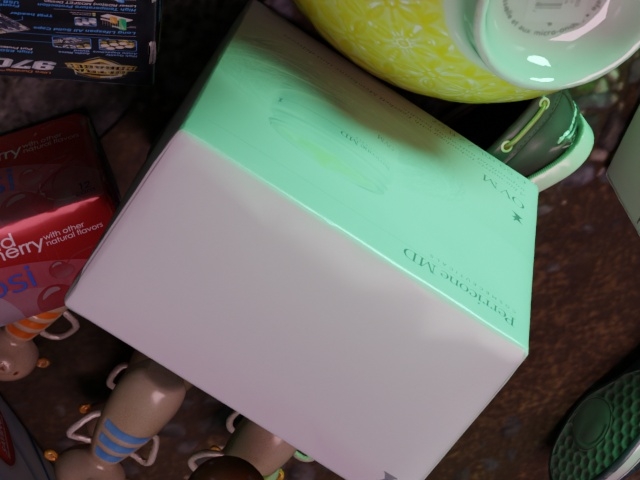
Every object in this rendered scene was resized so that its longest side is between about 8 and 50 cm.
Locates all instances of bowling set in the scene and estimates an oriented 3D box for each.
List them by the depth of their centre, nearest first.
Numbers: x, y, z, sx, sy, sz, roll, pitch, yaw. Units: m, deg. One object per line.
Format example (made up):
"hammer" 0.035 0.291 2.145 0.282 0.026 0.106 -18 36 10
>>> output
"bowling set" -0.110 0.141 1.197 0.287 0.200 0.154 24 125 -22

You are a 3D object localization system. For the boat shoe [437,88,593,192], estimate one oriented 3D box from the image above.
"boat shoe" 0.070 -0.040 1.192 0.228 0.081 0.068 -32 127 6

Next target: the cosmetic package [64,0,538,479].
"cosmetic package" 0.000 0.000 1.043 0.224 0.224 0.138 32 117 -8

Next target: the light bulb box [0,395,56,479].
"light bulb box" -0.270 0.287 1.177 0.225 0.358 0.361 -24 136 1

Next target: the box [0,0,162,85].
"box" -0.192 -0.144 0.931 0.220 0.051 0.175 4 161 -4

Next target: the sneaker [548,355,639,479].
"sneaker" 0.308 0.150 1.442 0.163 0.086 0.226 27 117 -33

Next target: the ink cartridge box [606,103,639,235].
"ink cartridge box" 0.345 -0.074 1.236 0.237 0.100 0.172 3 130 -23

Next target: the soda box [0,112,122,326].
"soda box" -0.254 0.011 1.111 0.263 0.092 0.083 -19 133 -2

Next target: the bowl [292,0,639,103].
"bowl" 0.120 -0.178 1.023 0.290 0.156 0.289 -10 133 -11
